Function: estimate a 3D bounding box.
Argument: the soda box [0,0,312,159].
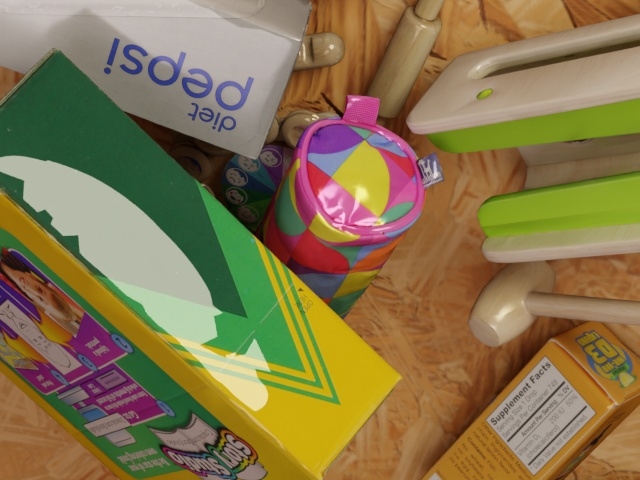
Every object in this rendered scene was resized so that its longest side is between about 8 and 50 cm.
[{"bbox_3d":[-0.156,-0.159,0.942,0.286,0.091,0.098,21,116,-5],"label":"soda box"}]

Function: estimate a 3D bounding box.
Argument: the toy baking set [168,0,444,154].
[{"bbox_3d":[-0.018,-0.150,1.010,0.197,0.030,0.256,23,127,4],"label":"toy baking set"}]

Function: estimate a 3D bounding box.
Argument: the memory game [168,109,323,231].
[{"bbox_3d":[-0.032,-0.031,1.075,0.186,0.012,0.186,10,133,11],"label":"memory game"}]

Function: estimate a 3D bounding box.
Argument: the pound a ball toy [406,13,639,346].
[{"bbox_3d":[0.212,-0.047,0.921,0.319,0.136,0.208,-7,124,46],"label":"pound a ball toy"}]

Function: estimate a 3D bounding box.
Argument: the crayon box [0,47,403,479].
[{"bbox_3d":[-0.153,0.055,1.024,0.313,0.106,0.363,43,155,-10],"label":"crayon box"}]

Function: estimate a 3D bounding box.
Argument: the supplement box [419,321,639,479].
[{"bbox_3d":[0.161,0.168,1.108,0.080,0.078,0.233,51,125,18],"label":"supplement box"}]

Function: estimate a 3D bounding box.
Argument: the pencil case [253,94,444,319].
[{"bbox_3d":[0.000,0.000,0.989,0.104,0.104,0.236,30,147,-2],"label":"pencil case"}]
